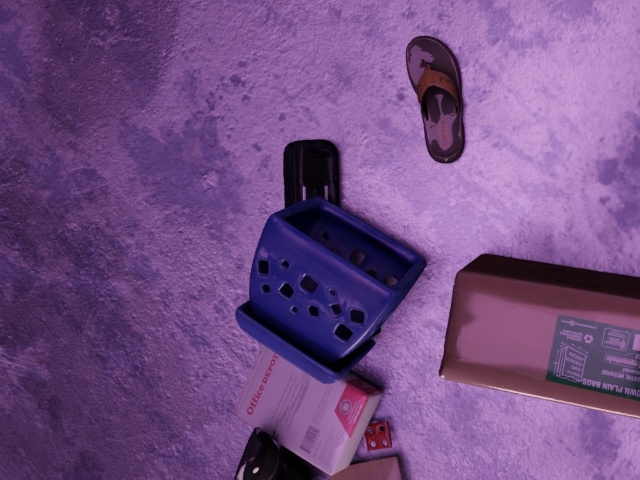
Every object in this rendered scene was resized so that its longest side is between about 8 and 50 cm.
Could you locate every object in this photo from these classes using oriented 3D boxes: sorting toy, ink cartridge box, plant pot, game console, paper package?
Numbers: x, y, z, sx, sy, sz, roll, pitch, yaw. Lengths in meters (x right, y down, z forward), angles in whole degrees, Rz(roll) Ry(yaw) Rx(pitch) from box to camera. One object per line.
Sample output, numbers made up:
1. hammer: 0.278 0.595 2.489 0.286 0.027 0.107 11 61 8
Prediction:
1. sorting toy: 0.093 0.451 1.540 0.132 0.046 0.275 -16 77 19
2. ink cartridge box: -0.024 0.288 1.532 0.217 0.092 0.159 27 96 21
3. plant pot: 0.009 0.085 1.416 0.235 0.236 0.212 31 109 12
4. game console: 0.000 0.000 1.550 0.213 0.044 0.362 -1 94 17
5. paper package: 0.364 0.133 1.293 0.324 0.309 0.168 10 97 17

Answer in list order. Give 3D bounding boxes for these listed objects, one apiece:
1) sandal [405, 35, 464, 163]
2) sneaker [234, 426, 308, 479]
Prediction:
1. sandal: 0.193 -0.238 1.456 0.089 0.060 0.220 -6 92 19
2. sneaker: -0.068 0.414 1.509 0.124 0.283 0.107 15 60 12
